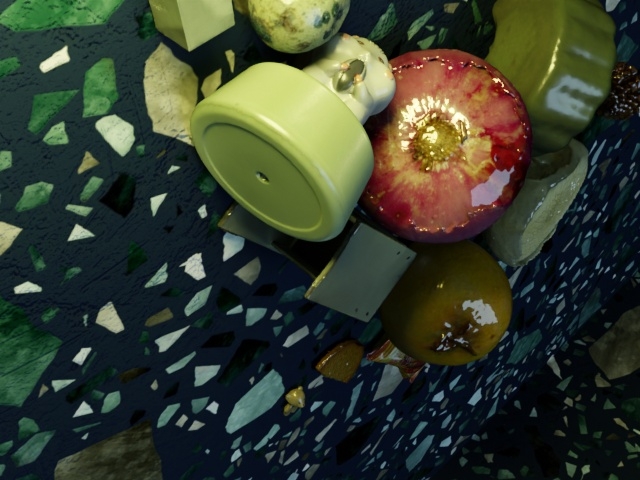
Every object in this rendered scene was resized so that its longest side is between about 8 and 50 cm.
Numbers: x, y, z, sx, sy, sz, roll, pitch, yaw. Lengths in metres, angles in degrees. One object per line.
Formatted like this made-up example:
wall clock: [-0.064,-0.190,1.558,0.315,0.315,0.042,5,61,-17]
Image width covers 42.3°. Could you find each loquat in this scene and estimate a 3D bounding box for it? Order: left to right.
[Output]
loquat: [0.300,0.130,2.033,0.328,0.359,0.328,0,127,0]

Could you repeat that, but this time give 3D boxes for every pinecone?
pinecone: [0.818,-0.414,2.284,0.174,0.173,0.173,-34,145,-28]

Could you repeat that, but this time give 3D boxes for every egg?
egg: [-0.026,-0.358,1.225,0.181,0.141,0.141,-49,151,-23]

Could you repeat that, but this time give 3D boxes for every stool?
stool: [0.000,0.000,1.530,0.170,0.244,0.270,-55,149,5]

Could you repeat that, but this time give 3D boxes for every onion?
onion: [0.209,-0.183,1.555,0.345,0.358,0.358,-97,-149,-68]

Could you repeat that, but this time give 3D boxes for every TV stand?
TV stand: [-0.183,-0.382,1.049,0.088,0.083,0.269,-38,146,-25]

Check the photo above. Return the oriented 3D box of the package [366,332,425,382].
package: [0.251,0.280,2.302,0.223,0.108,0.288,-47,142,2]

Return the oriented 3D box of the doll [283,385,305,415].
doll: [-0.068,0.404,2.078,0.061,0.051,0.093,-28,171,-36]

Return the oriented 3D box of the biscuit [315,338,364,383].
biscuit: [0.058,0.308,2.145,0.126,0.025,0.206,-52,151,0]

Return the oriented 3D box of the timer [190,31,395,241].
timer: [-0.001,-0.204,1.318,0.315,0.291,0.290,-51,151,-22]

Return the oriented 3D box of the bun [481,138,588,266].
bun: [0.530,-0.121,2.155,0.364,0.202,0.364,-42,153,-28]

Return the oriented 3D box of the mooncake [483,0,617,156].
mooncake: [0.443,-0.347,1.681,0.187,0.351,0.351,18,110,-25]
